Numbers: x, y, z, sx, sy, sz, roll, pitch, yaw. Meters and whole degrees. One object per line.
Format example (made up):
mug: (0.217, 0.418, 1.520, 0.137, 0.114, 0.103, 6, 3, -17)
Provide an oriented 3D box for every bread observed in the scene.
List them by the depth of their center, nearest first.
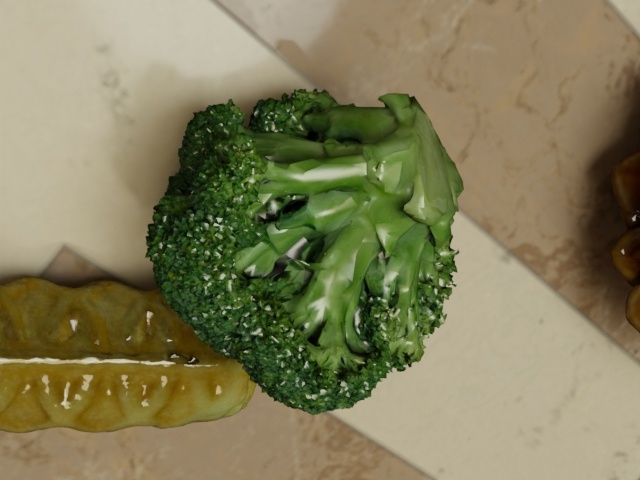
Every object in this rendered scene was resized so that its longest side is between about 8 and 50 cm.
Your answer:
bread: (-0.206, 0.060, 0.491, 0.368, 0.077, 0.084, 4, 112, -21)

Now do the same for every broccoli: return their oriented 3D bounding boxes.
broccoli: (0.000, 0.000, 0.480, 0.156, 0.195, 0.195, -21, 119, 23)

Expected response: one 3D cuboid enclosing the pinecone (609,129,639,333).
pinecone: (0.333, -0.005, 0.557, 0.264, 0.264, 0.264, -6, 111, -17)
